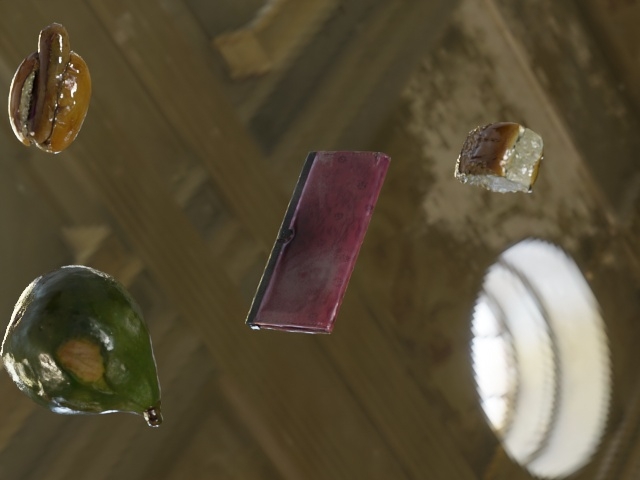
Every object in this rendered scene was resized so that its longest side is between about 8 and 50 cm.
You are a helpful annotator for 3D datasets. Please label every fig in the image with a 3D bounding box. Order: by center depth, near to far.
[{"bbox_3d":[-0.303,0.155,2.294,0.195,0.245,0.195,-44,-162,18],"label":"fig"}]

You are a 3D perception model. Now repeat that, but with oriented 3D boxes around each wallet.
[{"bbox_3d":[0.000,0.000,2.002,0.119,0.025,0.232,3,-117,37],"label":"wallet"}]

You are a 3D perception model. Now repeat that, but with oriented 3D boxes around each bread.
[{"bbox_3d":[0.204,-0.096,1.976,0.083,0.077,0.070,-4,-110,51],"label":"bread"}]

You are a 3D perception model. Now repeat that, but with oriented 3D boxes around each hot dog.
[{"bbox_3d":[-0.303,-0.171,1.951,0.060,0.090,0.140,153,-44,-79],"label":"hot dog"}]
